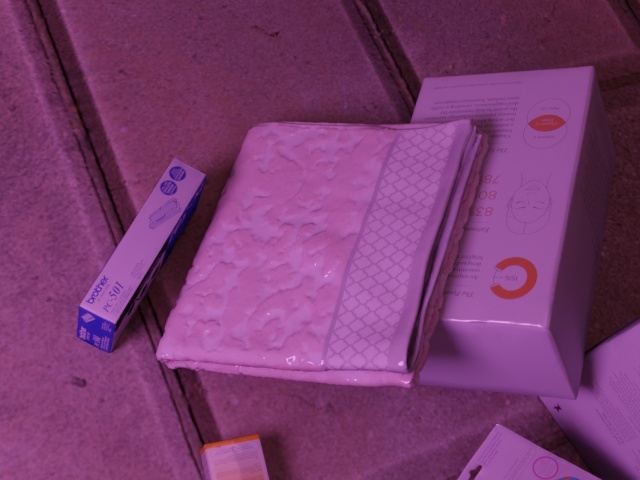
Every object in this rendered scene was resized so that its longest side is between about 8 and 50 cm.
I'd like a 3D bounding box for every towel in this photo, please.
[{"bbox_3d":[0.000,0.000,1.038,0.317,0.053,0.331,1,56,30],"label":"towel"}]

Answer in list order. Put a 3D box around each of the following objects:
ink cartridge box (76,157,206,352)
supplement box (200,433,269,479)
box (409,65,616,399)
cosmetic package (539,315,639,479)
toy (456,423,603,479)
[{"bbox_3d":[-0.199,0.016,1.045,0.046,0.097,0.207,28,60,-2],"label":"ink cartridge box"},{"bbox_3d":[-0.086,0.261,0.993,0.062,0.036,0.098,-6,67,-20],"label":"supplement box"},{"bbox_3d":[0.203,-0.014,1.088,0.215,0.168,0.345,2,56,29],"label":"box"},{"bbox_3d":[0.431,0.256,1.010,0.097,0.284,0.377,-27,75,-28],"label":"cosmetic package"},{"bbox_3d":[0.266,0.301,1.052,0.237,0.136,0.056,30,20,1],"label":"toy"}]
